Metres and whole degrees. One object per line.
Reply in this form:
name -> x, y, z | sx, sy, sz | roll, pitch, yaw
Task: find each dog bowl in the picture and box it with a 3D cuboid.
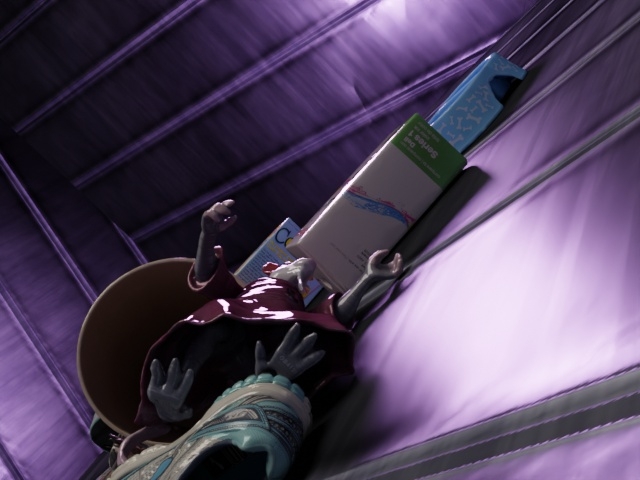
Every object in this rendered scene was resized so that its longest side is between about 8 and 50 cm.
dog bowl -> 0.281, -0.252, 1.511 | 0.166, 0.074, 0.297 | -42, 6, 47

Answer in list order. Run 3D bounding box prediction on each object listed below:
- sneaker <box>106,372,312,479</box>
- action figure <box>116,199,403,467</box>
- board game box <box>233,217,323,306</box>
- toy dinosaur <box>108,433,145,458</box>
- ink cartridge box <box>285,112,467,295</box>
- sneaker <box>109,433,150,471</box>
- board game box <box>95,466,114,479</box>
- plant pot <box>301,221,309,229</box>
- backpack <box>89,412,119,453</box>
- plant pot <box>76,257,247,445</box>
sneaker -> -0.129, 0.237, 0.728 | 0.283, 0.110, 0.122 | -46, 7, 13
action figure -> -0.055, 0.114, 0.949 | 0.370, 0.248, 0.276 | -73, 2, -79
board game box -> -0.115, 0.112, 1.565 | 0.275, 0.144, 0.142 | -47, 3, -18
toy dinosaur -> -0.325, 0.395, 1.187 | 0.200, 0.127, 0.296 | -39, 10, 7
ink cartridge box -> 0.081, -0.052, 1.298 | 0.278, 0.117, 0.201 | -48, 4, -7
sneaker -> -0.275, 0.343, 1.493 | 0.275, 0.107, 0.110 | -44, -18, -38
board game box -> -0.438, 0.517, 1.597 | 0.305, 0.053, 0.193 | -43, 5, 45
plant pot -> 0.000, 0.000, 1.812 | 0.134, 0.095, 0.134 | -46, 3, 3
backpack -> -0.380, 0.358, 1.671 | 0.188, 0.166, 0.144 | -50, 25, 19
plant pot -> -0.201, 0.192, 1.191 | 0.256, 0.256, 0.274 | -48, -11, -19
